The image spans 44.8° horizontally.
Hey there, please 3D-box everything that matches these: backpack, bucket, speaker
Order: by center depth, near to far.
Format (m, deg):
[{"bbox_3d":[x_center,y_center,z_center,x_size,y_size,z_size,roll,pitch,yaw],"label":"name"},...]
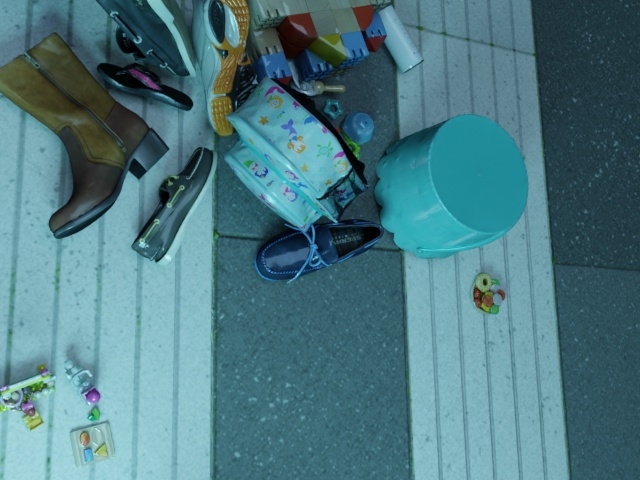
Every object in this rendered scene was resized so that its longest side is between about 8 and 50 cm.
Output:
[{"bbox_3d":[-0.051,-0.150,1.334,0.191,0.253,0.225,-43,64,-5],"label":"backpack"},{"bbox_3d":[0.265,-0.109,1.547,0.281,0.183,0.281,6,76,-26],"label":"bucket"},{"bbox_3d":[0.162,-0.424,1.635,0.055,0.055,0.136,-36,96,-29],"label":"speaker"}]

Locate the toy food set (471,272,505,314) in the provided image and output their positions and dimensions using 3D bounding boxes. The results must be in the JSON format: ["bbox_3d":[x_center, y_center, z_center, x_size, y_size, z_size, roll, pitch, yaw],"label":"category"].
[{"bbox_3d":[0.353,0.114,1.638,0.082,0.020,0.083,30,67,-19],"label":"toy food set"}]

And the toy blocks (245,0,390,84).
[{"bbox_3d":[-0.007,-0.425,1.465,0.381,0.191,0.261,-18,86,-29],"label":"toy blocks"}]

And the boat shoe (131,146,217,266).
[{"bbox_3d":[-0.248,-0.070,1.331,0.069,0.081,0.227,30,70,-23],"label":"boat shoe"}]

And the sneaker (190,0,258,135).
[{"bbox_3d":[-0.181,-0.323,1.400,0.099,0.121,0.262,-13,118,-30],"label":"sneaker"}]

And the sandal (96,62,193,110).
[{"bbox_3d":[-0.301,-0.279,1.358,0.179,0.040,0.067,17,34,-29],"label":"sandal"}]

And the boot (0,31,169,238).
[{"bbox_3d":[-0.422,-0.172,1.256,0.280,0.096,0.264,45,64,-11],"label":"boot"}]

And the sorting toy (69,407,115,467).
[{"bbox_3d":[-0.363,0.310,1.229,0.062,0.012,0.083,-11,85,-28],"label":"sorting toy"}]

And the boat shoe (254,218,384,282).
[{"bbox_3d":[0.000,0.000,1.440,0.258,0.089,0.109,-23,90,-29],"label":"boat shoe"}]

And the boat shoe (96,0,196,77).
[{"bbox_3d":[-0.284,-0.348,1.266,0.113,0.340,0.127,-16,84,0],"label":"boat shoe"}]

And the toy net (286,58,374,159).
[{"bbox_3d":[0.006,-0.263,1.529,0.232,0.045,0.122,42,66,-12],"label":"toy net"}]

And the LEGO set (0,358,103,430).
[{"bbox_3d":[-0.460,0.275,1.132,0.287,0.107,0.132,-44,100,-28],"label":"LEGO set"}]
